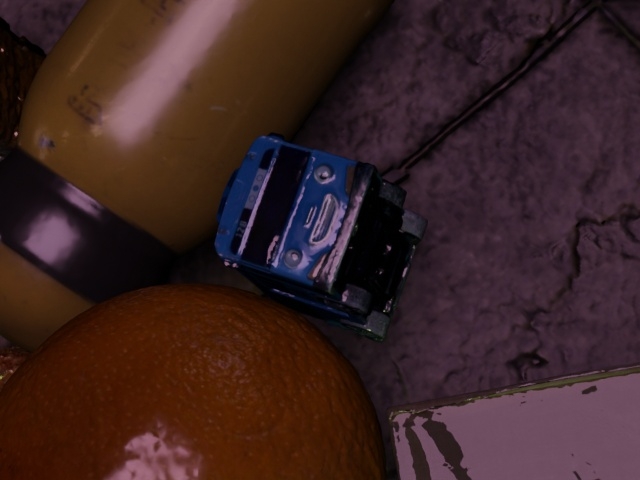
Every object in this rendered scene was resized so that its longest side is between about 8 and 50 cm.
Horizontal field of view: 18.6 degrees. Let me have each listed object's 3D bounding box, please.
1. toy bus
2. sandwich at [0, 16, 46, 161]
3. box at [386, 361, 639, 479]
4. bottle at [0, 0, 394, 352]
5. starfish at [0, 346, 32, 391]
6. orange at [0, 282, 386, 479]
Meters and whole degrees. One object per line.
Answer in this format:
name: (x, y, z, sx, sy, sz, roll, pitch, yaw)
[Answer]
toy bus: (0.000, 0.000, 1.252, 0.106, 0.184, 0.090, 19, 82, 15)
sandwich: (-0.335, -0.113, 1.288, 0.249, 0.273, 0.095, -4, 78, 10)
box: (0.171, 0.160, 1.209, 0.231, 0.155, 0.149, -10, 80, 6)
bottle: (-0.109, -0.081, 1.300, 0.171, 0.171, 0.351, 35, 88, 14)
starfish: (-0.280, 0.121, 1.349, 0.227, 0.043, 0.240, -38, 72, -1)
orange: (-0.083, 0.151, 1.200, 0.264, 0.264, 0.264, -2, 78, 9)
